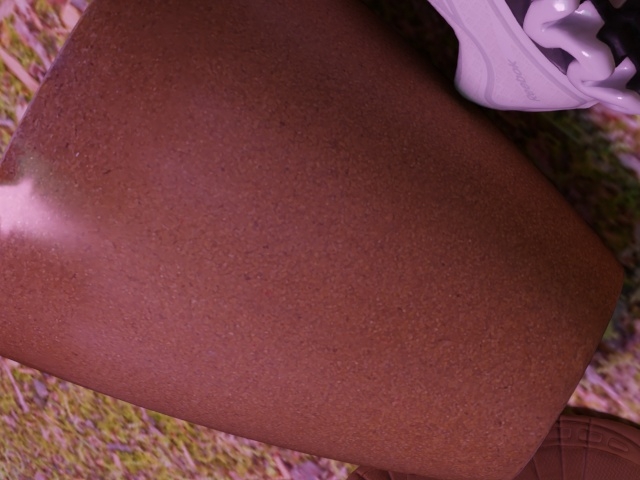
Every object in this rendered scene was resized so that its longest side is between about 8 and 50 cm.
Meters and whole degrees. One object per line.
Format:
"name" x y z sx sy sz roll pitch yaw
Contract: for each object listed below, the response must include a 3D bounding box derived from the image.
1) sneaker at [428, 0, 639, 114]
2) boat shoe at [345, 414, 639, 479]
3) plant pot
"sneaker" 0.049 -0.175 0.745 0.118 0.110 0.292 -7 114 52
"boat shoe" 0.097 0.133 0.940 0.170 0.063 0.059 -9 140 20
"plant pot" 0.000 0.000 0.843 0.254 0.237 0.237 29 136 0
